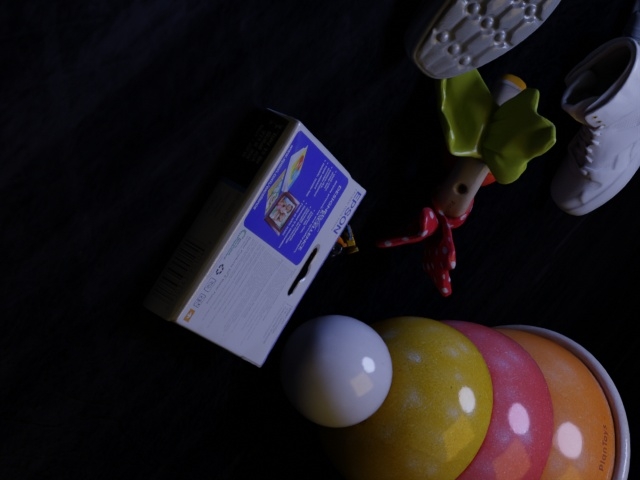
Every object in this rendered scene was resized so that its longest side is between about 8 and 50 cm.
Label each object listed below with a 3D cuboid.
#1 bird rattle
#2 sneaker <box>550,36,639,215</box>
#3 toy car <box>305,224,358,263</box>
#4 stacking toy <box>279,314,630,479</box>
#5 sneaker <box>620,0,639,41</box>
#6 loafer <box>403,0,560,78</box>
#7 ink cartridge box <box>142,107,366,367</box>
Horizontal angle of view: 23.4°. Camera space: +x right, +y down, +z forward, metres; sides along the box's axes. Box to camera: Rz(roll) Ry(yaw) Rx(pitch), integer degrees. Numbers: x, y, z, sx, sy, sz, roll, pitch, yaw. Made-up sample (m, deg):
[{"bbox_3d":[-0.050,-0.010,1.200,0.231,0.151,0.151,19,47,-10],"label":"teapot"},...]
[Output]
[{"bbox_3d":[0.168,-0.076,1.683,0.207,0.143,0.253,-56,166,-54],"label":"bird rattle"},{"bbox_3d":[0.355,-0.154,2.014,0.169,0.108,0.292,9,133,-35],"label":"sneaker"},{"bbox_3d":[0.000,0.000,1.554,0.122,0.060,0.040,-4,78,-82],"label":"toy car"},{"bbox_3d":[0.110,0.190,1.747,0.480,0.351,0.350,37,83,-48],"label":"stacking toy"},{"bbox_3d":[0.478,-0.305,2.088,0.229,0.086,0.132,-32,142,-47],"label":"sneaker"},{"bbox_3d":[0.197,-0.291,1.501,0.319,0.111,0.112,-44,130,4],"label":"loafer"},{"bbox_3d":[-0.054,0.003,1.410,0.206,0.045,0.208,-59,155,-4],"label":"ink cartridge box"}]
